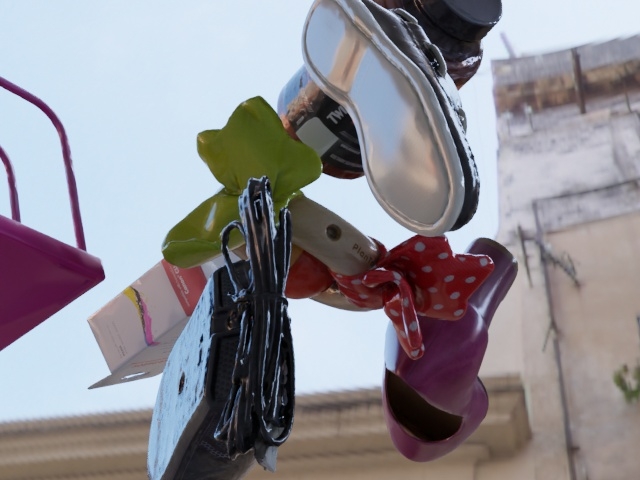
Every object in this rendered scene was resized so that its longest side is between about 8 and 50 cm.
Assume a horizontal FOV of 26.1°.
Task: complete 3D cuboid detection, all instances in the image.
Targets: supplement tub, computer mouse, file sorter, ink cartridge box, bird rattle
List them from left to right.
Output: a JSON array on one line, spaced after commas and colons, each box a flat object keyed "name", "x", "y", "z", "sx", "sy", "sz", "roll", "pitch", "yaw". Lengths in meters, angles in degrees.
[{"name": "file sorter", "x": -0.353, "y": -0.003, "z": 1.091, "sx": 0.291, "sy": 0.182, "sz": 0.202, "roll": -33, "pitch": -38, "yaw": 24}, {"name": "ink cartridge box", "x": -0.148, "y": 0.072, "z": 1.375, "sx": 0.198, "sy": 0.115, "sz": 0.067, "roll": -36, "pitch": -108, "yaw": 30}, {"name": "computer mouse", "x": -0.055, "y": 0.099, "z": 0.932, "sx": 0.072, "sy": 0.188, "sz": 0.272, "roll": 10, "pitch": -31, "yaw": -15}, {"name": "bird rattle", "x": 0.000, "y": 0.000, "z": 1.109, "sx": 0.253, "sy": 0.207, "sz": 0.143, "roll": 24, "pitch": -103, "yaw": -14}, {"name": "supplement tub", "x": 0.056, "y": -0.139, "z": 1.090, "sx": 0.106, "sy": 0.106, "sz": 0.198, "roll": 38, "pitch": -46, "yaw": -9}]

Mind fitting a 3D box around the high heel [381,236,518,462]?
[{"name": "high heel", "x": 0.090, "y": 0.160, "z": 1.392, "sx": 0.127, "sy": 0.181, "sz": 0.377, "roll": 30, "pitch": -36, "yaw": 18}]

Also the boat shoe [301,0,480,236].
[{"name": "boat shoe", "x": 0.031, "y": -0.046, "z": 0.489, "sx": 0.038, "sy": 0.125, "sz": 0.046, "roll": 6, "pitch": -57, "yaw": -30}]
